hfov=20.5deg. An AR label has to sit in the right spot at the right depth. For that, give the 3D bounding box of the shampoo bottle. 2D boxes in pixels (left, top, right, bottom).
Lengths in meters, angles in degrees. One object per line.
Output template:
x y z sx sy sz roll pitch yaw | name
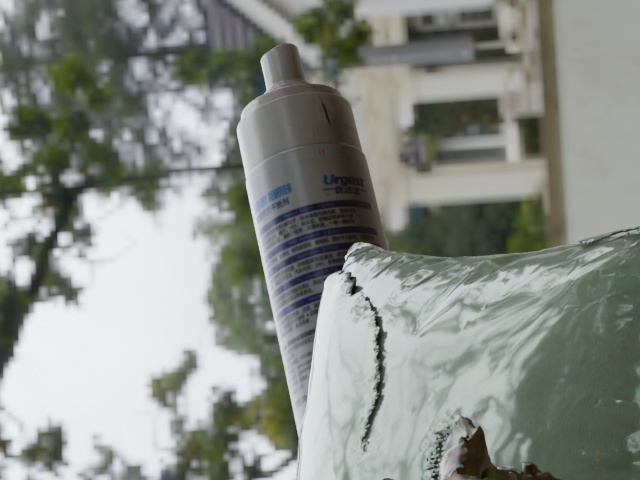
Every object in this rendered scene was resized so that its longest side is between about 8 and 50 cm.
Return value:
0.000 0.000 1.253 0.092 0.092 0.303 67 -171 -69 | shampoo bottle

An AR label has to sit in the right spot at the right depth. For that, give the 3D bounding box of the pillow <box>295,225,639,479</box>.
0.066 0.143 0.761 0.312 0.119 0.310 -9 75 63 | pillow

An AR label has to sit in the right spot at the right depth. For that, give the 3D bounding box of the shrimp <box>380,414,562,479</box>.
0.074 0.112 0.511 0.051 0.115 0.217 -111 -6 -47 | shrimp
